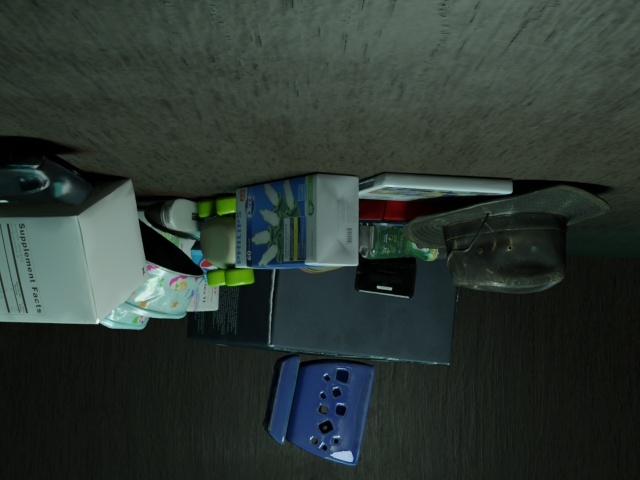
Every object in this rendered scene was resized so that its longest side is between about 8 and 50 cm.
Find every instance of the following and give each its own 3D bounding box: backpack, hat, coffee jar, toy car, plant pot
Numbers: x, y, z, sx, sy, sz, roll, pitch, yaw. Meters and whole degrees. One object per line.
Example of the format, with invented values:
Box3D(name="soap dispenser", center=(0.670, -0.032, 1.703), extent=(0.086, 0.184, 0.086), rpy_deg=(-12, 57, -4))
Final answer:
Box3D(name="backpack", center=(-0.345, 0.053, 1.969), extent=(0.254, 0.191, 0.225), rpy_deg=(26, -175, 24))
Box3D(name="hat", center=(0.302, 0.019, 1.768), extent=(0.332, 0.133, 0.331), rpy_deg=(-5, 165, -1))
Box3D(name="coffee jar", center=(0.174, -0.007, 2.255), extent=(0.185, 0.096, 0.079), rpy_deg=(3, -178, -21))
Box3D(name="toy car", center=(-0.110, -0.007, 1.989), extent=(0.188, 0.155, 0.149), rpy_deg=(-8, -178, -31))
Box3D(name="plant pot", center=(-0.012, 0.379, 2.561), extent=(0.212, 0.235, 0.236), rpy_deg=(12, 173, -6))

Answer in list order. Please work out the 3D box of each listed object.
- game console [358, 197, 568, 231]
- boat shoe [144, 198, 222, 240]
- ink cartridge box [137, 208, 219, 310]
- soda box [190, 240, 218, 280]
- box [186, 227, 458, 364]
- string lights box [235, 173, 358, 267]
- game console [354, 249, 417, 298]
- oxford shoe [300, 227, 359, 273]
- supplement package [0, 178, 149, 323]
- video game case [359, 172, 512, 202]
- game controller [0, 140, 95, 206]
Box3D(name="game console", center=(0.218, -0.039, 2.029), extent=(0.387, 0.060, 0.342), rpy_deg=(3, 175, -30))
Box3D(name="boat shoe", center=(-0.243, -0.039, 2.052), extent=(0.070, 0.077, 0.219), rpy_deg=(0, 170, 27))
Box3D(name="ink cartridge box", center=(-0.304, 0.046, 2.329), extent=(0.119, 0.207, 0.353), rpy_deg=(1, 178, 18))
Box3D(name="soda box", center=(-0.199, 0.009, 2.202), extent=(0.071, 0.067, 0.210), rpy_deg=(0, -158, 8))
Box3D(name="box", center=(-0.002, 0.125, 2.621), extent=(0.480, 0.297, 0.472), rpy_deg=(8, 172, -28))
Box3D(name="string lights box", center=(-0.040, -0.024, 1.704), extent=(0.077, 0.133, 0.260), rpy_deg=(2, 176, -31))
Box3D(name="game console", center=(0.134, 0.068, 2.278), extent=(0.122, 0.107, 0.071), rpy_deg=(7, 165, 1))
Box3D(name="oxford shoe", center=(0.000, 0.000, 2.246), extent=(0.130, 0.122, 0.348), rpy_deg=(-9, 172, 40))
Box3D(name="supplement package", center=(-0.441, 0.013, 1.690), extent=(0.293, 0.175, 0.177), rpy_deg=(0, -160, 18))
Box3D(name="video game case", center=(0.162, -0.079, 1.680), extent=(0.201, 0.023, 0.183), rpy_deg=(3, 176, -16))
Box3D(name="game controller", center=(-0.450, -0.080, 1.401), extent=(0.319, 0.067, 0.166), rpy_deg=(0, 174, 20))
